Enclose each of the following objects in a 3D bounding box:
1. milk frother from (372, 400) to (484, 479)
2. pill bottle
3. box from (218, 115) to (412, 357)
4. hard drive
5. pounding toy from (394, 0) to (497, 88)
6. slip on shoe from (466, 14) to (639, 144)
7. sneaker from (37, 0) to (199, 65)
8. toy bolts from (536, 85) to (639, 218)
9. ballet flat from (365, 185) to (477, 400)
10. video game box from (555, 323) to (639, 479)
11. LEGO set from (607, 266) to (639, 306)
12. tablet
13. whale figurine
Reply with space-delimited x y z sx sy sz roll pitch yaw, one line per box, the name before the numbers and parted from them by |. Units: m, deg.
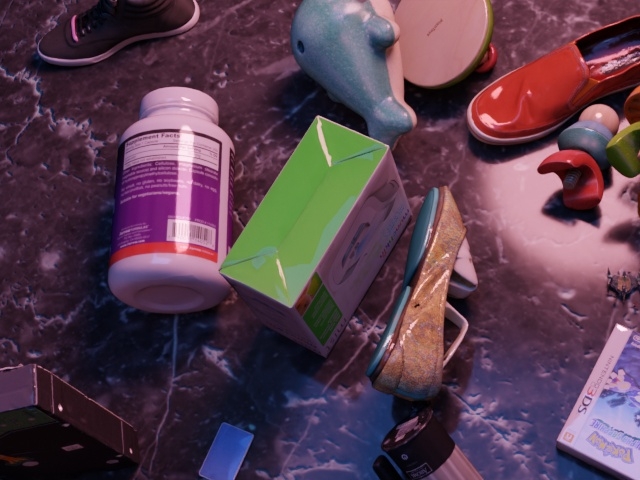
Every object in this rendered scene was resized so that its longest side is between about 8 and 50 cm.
milk frother | 0.156 0.285 1.412 0.135 0.129 0.143 52 52 -7
pill bottle | -0.222 -0.063 1.604 0.181 0.181 0.323 -6 65 11
box | 0.000 0.000 1.495 0.127 0.231 0.262 26 74 23
hard drive | -0.414 0.261 1.419 0.237 0.339 0.064 -14 64 8
pounding toy | 0.192 -0.311 1.675 0.237 0.110 0.183 -18 72 38
slip on shoe | 0.371 -0.247 1.589 0.331 0.101 0.123 -23 65 4
sneaker | -0.369 -0.394 1.807 0.296 0.147 0.104 -15 66 8
toy bolts | 0.451 -0.126 1.503 0.228 0.218 0.158 -5 46 47
ballet flat | 0.160 0.076 1.479 0.123 0.123 0.348 8 51 17
video game box | 0.442 0.234 1.388 0.205 0.048 0.187 25 76 22
LEGO set | 0.433 0.069 1.480 0.054 0.023 0.083 -28 76 3
tablet | -0.135 0.308 1.516 0.054 0.006 0.083 18 71 20
whale figurine | 0.047 -0.264 1.614 0.141 0.216 0.272 -16 77 -28
